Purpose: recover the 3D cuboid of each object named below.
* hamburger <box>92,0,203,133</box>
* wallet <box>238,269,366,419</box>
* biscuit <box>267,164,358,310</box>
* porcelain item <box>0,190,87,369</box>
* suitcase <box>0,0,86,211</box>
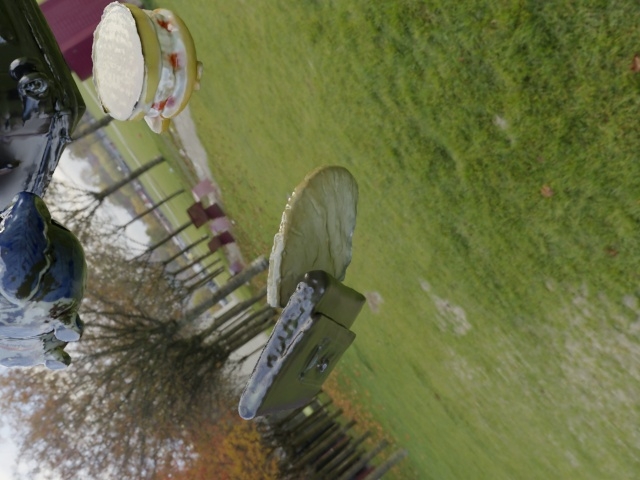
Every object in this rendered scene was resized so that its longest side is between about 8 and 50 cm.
[{"bbox_3d":[-0.401,-0.392,1.284,0.261,0.186,0.303,42,123,34],"label":"hamburger"},{"bbox_3d":[-0.014,0.129,0.658,0.049,0.182,0.229,30,175,18],"label":"wallet"},{"bbox_3d":[0.000,0.000,0.755,0.040,0.265,0.188,6,138,27],"label":"biscuit"},{"bbox_3d":[-0.352,0.048,0.654,0.288,0.137,0.186,132,139,-55],"label":"porcelain item"},{"bbox_3d":[-0.471,-0.173,0.713,0.434,0.194,0.283,-37,78,43],"label":"suitcase"}]
